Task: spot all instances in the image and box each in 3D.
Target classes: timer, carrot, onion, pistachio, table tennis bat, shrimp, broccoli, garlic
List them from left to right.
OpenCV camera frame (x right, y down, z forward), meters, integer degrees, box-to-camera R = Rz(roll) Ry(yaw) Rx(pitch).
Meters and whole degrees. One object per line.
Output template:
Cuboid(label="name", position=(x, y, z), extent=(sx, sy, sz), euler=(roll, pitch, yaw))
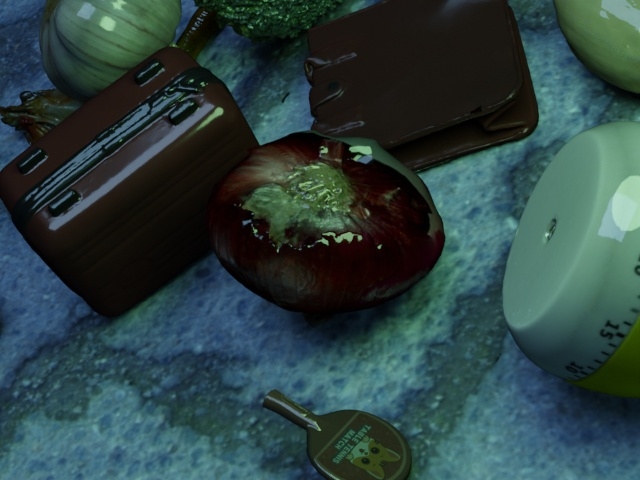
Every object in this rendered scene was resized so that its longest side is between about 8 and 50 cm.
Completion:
Cuboid(label="shrimp", position=(-0.339, -0.147, 1.980), extent=(0.294, 0.062, 0.154), euler=(15, 67, 33))
Cuboid(label="garlic", position=(-0.245, -0.273, 1.909), extent=(0.245, 0.253, 0.245), euler=(-46, 26, 30))
Cuboid(label="carrot", position=(-0.181, -0.273, 2.019), extent=(0.042, 0.042, 0.171), euler=(11, 62, 33))
Cuboid(label="broccoli", position=(-0.060, -0.370, 1.931), extent=(0.176, 0.198, 0.226), euler=(-1, 35, 33))
Cuboid(label="onion", position=(0.000, 0.000, 1.614), extent=(0.272, 0.195, 0.272), euler=(10, 32, -7))
Cuboid(label="table tennis bat", position=(0.006, 0.241, 1.519), extent=(0.170, 0.119, 0.107), euler=(30, 42, 17))
Cuboid(label="pistachio", position=(0.355, -0.252, 1.660), extent=(0.144, 0.144, 0.215), euler=(-39, 58, -8))
Cuboid(label="timer", position=(0.339, 0.036, 1.386), extent=(0.285, 0.285, 0.285), euler=(-14, 48, 16))

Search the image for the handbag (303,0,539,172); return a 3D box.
Cuboid(label="handbag", position=(0.118, -0.198, 1.781), extent=(0.275, 0.084, 0.260), euler=(-16, 50, 15))

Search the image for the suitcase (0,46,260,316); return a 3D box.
Cuboid(label="suitcase", position=(-0.216, -0.068, 1.733), extent=(0.297, 0.236, 0.161), euler=(-39, 57, -7))
